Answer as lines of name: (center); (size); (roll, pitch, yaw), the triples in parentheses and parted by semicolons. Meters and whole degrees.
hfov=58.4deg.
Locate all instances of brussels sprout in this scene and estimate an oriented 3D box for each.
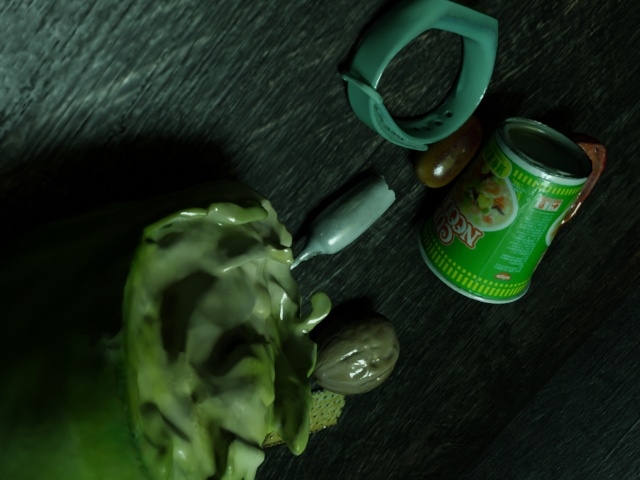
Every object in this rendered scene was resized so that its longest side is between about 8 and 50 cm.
brussels sprout: (-0.174, 0.102, 0.544); (0.276, 0.314, 0.371); (63, 36, -27)

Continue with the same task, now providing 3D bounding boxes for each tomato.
tomato: (0.392, -0.116, 1.041); (0.227, 0.101, 0.228); (-15, 137, -14)

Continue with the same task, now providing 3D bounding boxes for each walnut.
walnut: (0.060, 0.193, 0.986); (0.162, 0.140, 0.140); (-31, 142, -34)

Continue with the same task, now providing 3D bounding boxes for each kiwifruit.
kiwifruit: (0.187, -0.133, 0.845); (0.124, 0.075, 0.075); (-53, 144, 0)

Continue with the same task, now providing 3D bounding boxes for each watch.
watch: (0.129, -0.212, 0.724); (0.237, 0.068, 0.195); (-6, 131, -46)

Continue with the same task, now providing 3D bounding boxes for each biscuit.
biscuit: (-0.020, 0.348, 1.152); (0.203, 0.016, 0.144); (-3, 127, -42)

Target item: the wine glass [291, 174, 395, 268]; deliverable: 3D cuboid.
wine glass: (0.000, 0.000, 0.799); (0.262, 0.074, 0.074); (-40, 143, -9)

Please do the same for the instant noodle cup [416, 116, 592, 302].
instant noodle cup: (0.288, -0.054, 0.881); (0.207, 0.207, 0.233); (-15, 142, -35)
